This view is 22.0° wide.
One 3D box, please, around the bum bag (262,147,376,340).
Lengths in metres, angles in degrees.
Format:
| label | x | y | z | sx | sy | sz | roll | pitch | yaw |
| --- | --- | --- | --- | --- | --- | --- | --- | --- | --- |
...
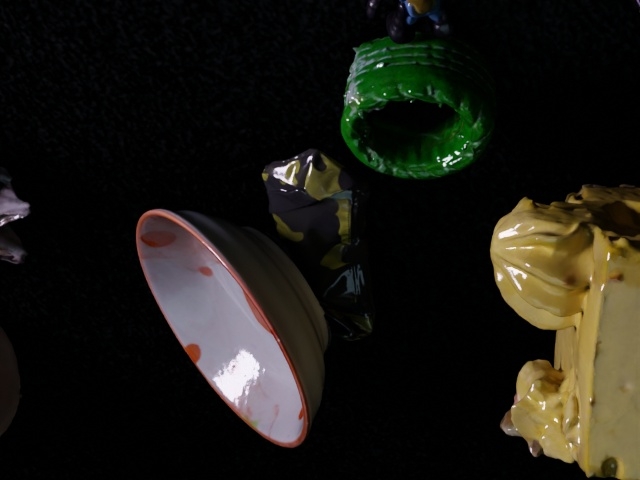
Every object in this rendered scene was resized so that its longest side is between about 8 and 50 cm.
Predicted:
| label | x | y | z | sx | sy | sz | roll | pitch | yaw |
| --- | --- | --- | --- | --- | --- | --- | --- | --- | --- |
| bum bag | 0.000 | 0.000 | 1.534 | 0.106 | 0.060 | 0.232 | 15 | 138 | 19 |

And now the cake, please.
| label | x | y | z | sx | sy | sz | roll | pitch | yaw |
| --- | --- | --- | --- | --- | --- | --- | --- | --- | --- |
| cake | 0.286 | 0.074 | 1.409 | 0.286 | 0.222 | 0.227 | 2 | 104 | 5 |

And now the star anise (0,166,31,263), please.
| label | x | y | z | sx | sy | sz | roll | pitch | yaw |
| --- | --- | --- | --- | --- | --- | --- | --- | --- | --- |
| star anise | -0.369 | -0.034 | 1.563 | 0.195 | 0.065 | 0.182 | 39 | 133 | -26 |

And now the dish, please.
| label | x | y | z | sx | sy | sz | roll | pitch | yaw |
| --- | --- | --- | --- | --- | --- | --- | --- | --- | --- |
| dish | -0.064 | 0.065 | 1.551 | 0.260 | 0.085 | 0.260 | 44 | 155 | 28 |

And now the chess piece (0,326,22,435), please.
| label | x | y | z | sx | sy | sz | roll | pitch | yaw |
| --- | --- | --- | --- | --- | --- | --- | --- | --- | --- |
| chess piece | -0.459 | 0.151 | 1.724 | 0.260 | 0.143 | 0.143 | -6 | 134 | 24 |

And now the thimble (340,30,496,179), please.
| label | x | y | z | sx | sy | sz | roll | pitch | yaw |
| --- | --- | --- | --- | --- | --- | --- | --- | --- | --- |
| thimble | 0.081 | -0.115 | 1.389 | 0.130 | 0.090 | 0.118 | 20 | 136 | -11 |

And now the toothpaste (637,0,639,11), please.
| label | x | y | z | sx | sy | sz | roll | pitch | yaw |
| --- | --- | --- | --- | --- | --- | --- | --- | --- | --- |
| toothpaste | 0.239 | -0.233 | 1.289 | 0.045 | 0.028 | 0.170 | -15 | 135 | 31 |

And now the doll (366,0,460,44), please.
| label | x | y | z | sx | sy | sz | roll | pitch | yaw |
| --- | --- | --- | --- | --- | --- | --- | --- | --- | --- |
| doll | 0.073 | -0.233 | 1.287 | 0.096 | 0.070 | 0.195 | -12 | 141 | 0 |
